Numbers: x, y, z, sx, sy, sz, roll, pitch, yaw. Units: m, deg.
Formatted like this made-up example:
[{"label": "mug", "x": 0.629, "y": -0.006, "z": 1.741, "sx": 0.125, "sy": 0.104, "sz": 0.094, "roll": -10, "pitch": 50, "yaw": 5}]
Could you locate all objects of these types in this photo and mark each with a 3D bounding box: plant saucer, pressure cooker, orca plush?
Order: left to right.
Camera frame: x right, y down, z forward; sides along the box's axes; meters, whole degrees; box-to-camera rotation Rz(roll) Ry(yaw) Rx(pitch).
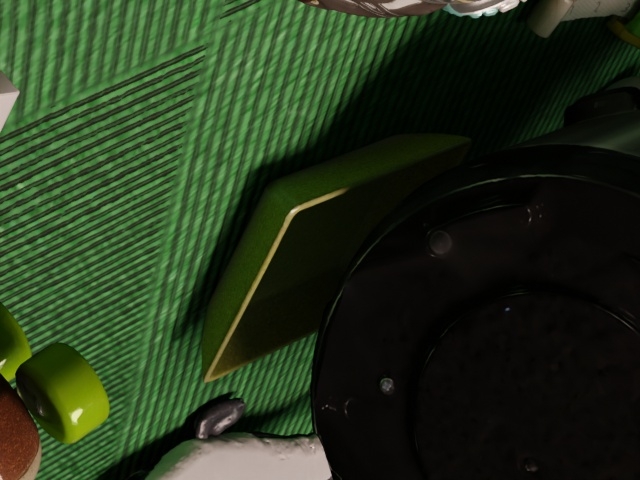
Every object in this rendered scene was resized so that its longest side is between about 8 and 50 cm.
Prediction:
[{"label": "orca plush", "x": -0.085, "y": 0.192, "z": 1.435, "sx": 0.287, "sy": 0.102, "sz": 0.151, "roll": -35, "pitch": 116, "yaw": -45}, {"label": "plant saucer", "x": 0.000, "y": 0.000, "z": 1.214, "sx": 0.188, "sy": 0.045, "sz": 0.188, "roll": -23, "pitch": 152, "yaw": -42}, {"label": "pressure cooker", "x": 0.229, "y": 0.082, "z": 1.241, "sx": 0.370, "sy": 0.375, "sz": 0.420, "roll": -30, "pitch": 176, "yaw": 26}]

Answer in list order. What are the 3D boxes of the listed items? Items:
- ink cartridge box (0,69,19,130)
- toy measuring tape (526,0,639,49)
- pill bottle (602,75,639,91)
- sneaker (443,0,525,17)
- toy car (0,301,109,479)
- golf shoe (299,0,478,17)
[{"label": "ink cartridge box", "x": -0.190, "y": -0.051, "z": 0.690, "sx": 0.062, "sy": 0.104, "sz": 0.181, "roll": -17, "pitch": 148, "yaw": -49}, {"label": "toy measuring tape", "x": 0.282, "y": -0.156, "z": 1.317, "sx": 0.330, "sy": 0.121, "sz": 0.121, "roll": -12, "pitch": 144, "yaw": -53}, {"label": "pill bottle", "x": 0.281, "y": -0.069, "z": 1.512, "sx": 0.094, "sy": 0.094, "sz": 0.169, "roll": -38, "pitch": 159, "yaw": -10}, {"label": "sneaker", "x": 0.128, "y": -0.207, "z": 1.039, "sx": 0.166, "sy": 0.065, "sz": 0.076, "roll": -43, "pitch": 143, "yaw": -8}, {"label": "toy car", "x": -0.220, "y": 0.045, "z": 0.857, "sx": 0.155, "sy": 0.149, "sz": 0.188, "roll": -35, "pitch": 130, "yaw": -28}, {"label": "golf shoe", "x": 0.002, "y": -0.152, "z": 0.872, "sx": 0.094, "sy": 0.077, "sz": 0.198, "roll": -20, "pitch": 154, "yaw": 39}]
